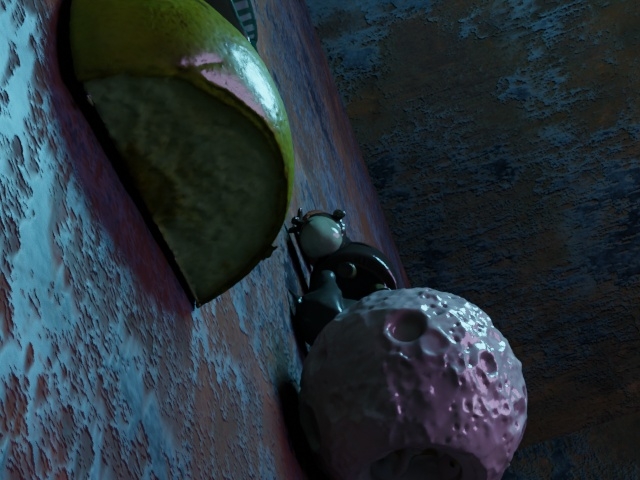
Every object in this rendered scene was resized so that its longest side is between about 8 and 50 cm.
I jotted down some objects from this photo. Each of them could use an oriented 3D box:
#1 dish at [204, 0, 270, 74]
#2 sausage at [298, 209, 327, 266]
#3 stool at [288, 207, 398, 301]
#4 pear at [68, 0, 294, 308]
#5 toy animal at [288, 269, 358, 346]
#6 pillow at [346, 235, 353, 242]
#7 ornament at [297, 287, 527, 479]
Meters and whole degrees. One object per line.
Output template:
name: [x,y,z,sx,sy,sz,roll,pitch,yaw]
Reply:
dish: [-0.138,-0.301,1.656,0.224,0.078,0.246,39,32,-78]
sausage: [0.000,0.000,2.052,0.054,0.059,0.094,-74,151,-57]
stool: [0.032,0.046,1.936,0.217,0.125,0.121,61,9,-4]
pear: [-0.112,-0.124,1.202,0.239,0.139,0.288,-114,-179,-47]
toy animal: [0.070,0.127,1.790,0.146,0.245,0.114,-106,-150,-71]
pillow: [0.046,0.033,2.387,0.091,0.055,0.135,40,-7,18]
ornament: [0.103,0.172,1.556,0.259,0.259,0.225,64,19,-47]
